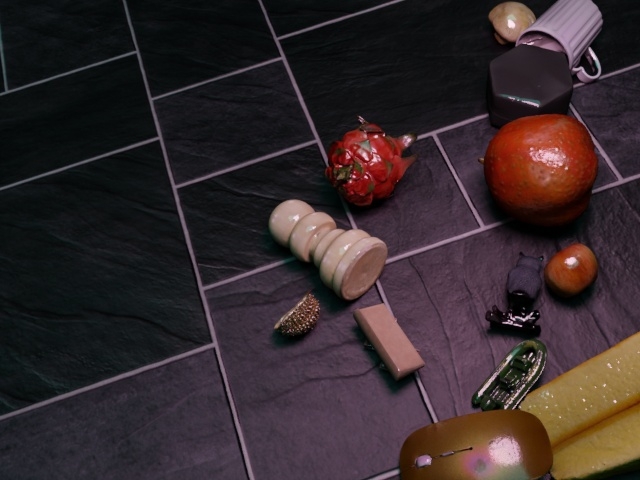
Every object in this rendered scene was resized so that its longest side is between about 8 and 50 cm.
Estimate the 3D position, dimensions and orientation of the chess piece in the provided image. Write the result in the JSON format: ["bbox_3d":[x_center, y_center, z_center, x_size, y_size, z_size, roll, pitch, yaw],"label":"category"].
[{"bbox_3d":[0.000,0.000,1.863,0.299,0.167,0.167,35,69,30],"label":"chess piece"}]

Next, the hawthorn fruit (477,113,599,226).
[{"bbox_3d":[0.512,-0.171,1.832,0.299,0.275,0.275,13,60,31],"label":"hawthorn fruit"}]

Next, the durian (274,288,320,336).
[{"bbox_3d":[-0.041,0.177,1.801,0.071,0.110,0.140,43,56,-8],"label":"durian"}]

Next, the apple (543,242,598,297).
[{"bbox_3d":[0.574,0.068,1.754,0.126,0.126,0.102,-34,76,-13],"label":"apple"}]

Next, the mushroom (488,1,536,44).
[{"bbox_3d":[0.546,-0.616,2.188,0.148,0.112,0.148,15,52,-20],"label":"mushroom"}]

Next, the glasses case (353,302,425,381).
[{"bbox_3d":[0.158,0.234,1.750,0.102,0.070,0.193,-10,50,-32],"label":"glasses case"}]

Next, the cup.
[{"bbox_3d":[0.673,-0.541,2.122,0.202,0.221,0.167,-46,29,-23],"label":"cup"}]

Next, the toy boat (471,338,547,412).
[{"bbox_3d":[0.416,0.297,1.667,0.210,0.052,0.104,-45,32,-18],"label":"toy boat"}]

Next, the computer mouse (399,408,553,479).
[{"bbox_3d":[0.308,0.435,1.555,0.310,0.072,0.158,-15,48,13],"label":"computer mouse"}]

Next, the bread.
[{"bbox_3d":[0.597,0.328,1.524,0.361,0.245,0.233,-17,56,-6],"label":"bread"}]

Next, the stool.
[{"bbox_3d":[0.549,-0.397,2.035,0.232,0.141,0.232,-4,57,6],"label":"stool"}]

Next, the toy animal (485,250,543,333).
[{"bbox_3d":[0.453,0.101,1.755,0.121,0.117,0.210,7,61,19],"label":"toy animal"}]

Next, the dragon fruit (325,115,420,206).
[{"bbox_3d":[0.125,-0.196,1.945,0.192,0.193,0.274,38,46,23],"label":"dragon fruit"}]
